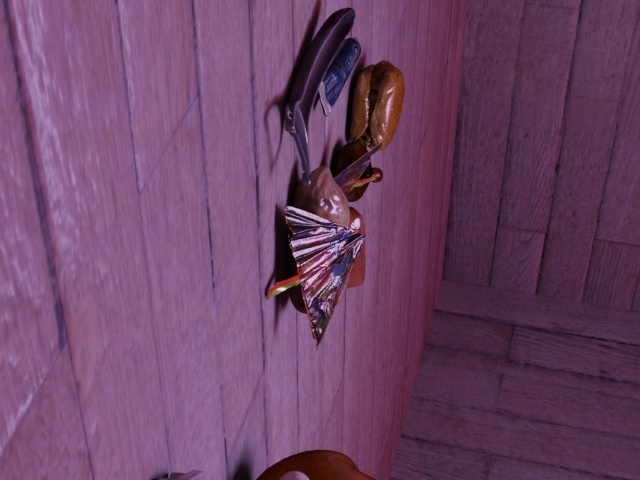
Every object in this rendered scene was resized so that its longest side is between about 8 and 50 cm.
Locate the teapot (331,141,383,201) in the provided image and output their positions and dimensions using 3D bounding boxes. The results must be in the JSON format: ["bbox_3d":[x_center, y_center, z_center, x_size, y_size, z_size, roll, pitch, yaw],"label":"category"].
[{"bbox_3d":[0.062,-0.111,1.989,0.129,0.078,0.098,41,59,-77],"label":"teapot"}]

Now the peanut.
[{"bbox_3d":[-0.001,0.000,1.742,0.104,0.085,0.228,-37,135,-59],"label":"peanut"}]

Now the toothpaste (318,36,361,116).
[{"bbox_3d":[0.028,-0.255,1.815,0.197,0.034,0.057,-65,145,-51],"label":"toothpaste"}]

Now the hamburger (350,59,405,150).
[{"bbox_3d":[0.096,-0.228,2.065,0.138,0.083,0.147,-64,164,-69],"label":"hamburger"}]

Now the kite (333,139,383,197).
[{"bbox_3d":[0.038,-0.086,1.907,0.159,0.010,0.190,-12,144,-51],"label":"kite"}]

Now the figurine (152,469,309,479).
[{"bbox_3d":[-0.056,0.333,1.282,0.144,0.256,0.182,70,33,-65],"label":"figurine"}]

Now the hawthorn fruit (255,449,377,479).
[{"bbox_3d":[-0.015,0.441,1.634,0.298,0.277,0.277,-28,133,-41],"label":"hawthorn fruit"}]

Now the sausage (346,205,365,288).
[{"bbox_3d":[0.045,0.004,2.061,0.169,0.065,0.065,88,16,-44],"label":"sausage"}]

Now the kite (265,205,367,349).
[{"bbox_3d":[-0.001,0.045,1.692,0.183,0.014,0.241,-27,125,-31],"label":"kite"}]

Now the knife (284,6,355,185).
[{"bbox_3d":[-0.009,-0.215,1.599,0.123,0.053,0.278,79,22,-50],"label":"knife"}]
